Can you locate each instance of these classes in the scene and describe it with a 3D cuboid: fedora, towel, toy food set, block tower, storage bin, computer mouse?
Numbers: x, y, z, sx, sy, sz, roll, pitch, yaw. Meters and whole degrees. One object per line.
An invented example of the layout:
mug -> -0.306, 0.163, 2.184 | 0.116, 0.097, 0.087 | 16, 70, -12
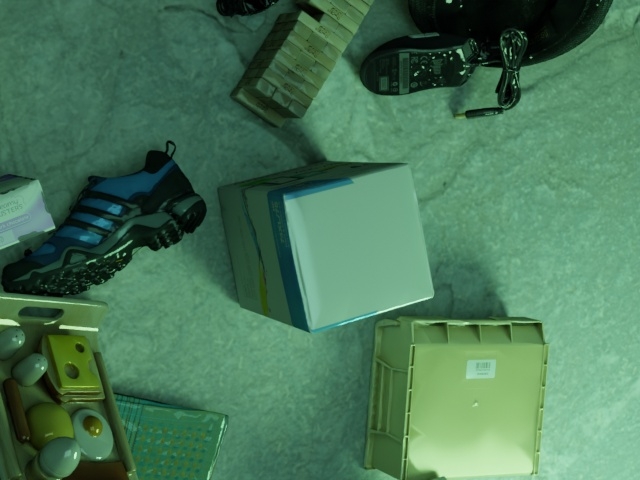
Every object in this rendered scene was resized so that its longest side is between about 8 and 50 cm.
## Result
fedora -> 0.291, -0.416, 1.873 | 0.334, 0.334, 0.153 | 23, 54, -25
towel -> -0.308, 0.405, 1.795 | 0.271, 0.040, 0.370 | 16, 91, -24
toy food set -> -0.330, 0.213, 1.627 | 0.219, 0.092, 0.306 | 8, 53, -49
block tower -> -0.001, -0.331, 1.829 | 0.091, 0.097, 0.335 | 34, 82, -23
storage bin -> 0.221, 0.250, 1.975 | 0.262, 0.123, 0.260 | 2, 94, -24
computer mouse -> 0.194, -0.261, 1.934 | 0.262, 0.060, 0.184 | -10, 140, 2

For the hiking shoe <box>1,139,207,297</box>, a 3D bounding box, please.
hiking shoe -> -0.316, -0.019, 1.728 | 0.304, 0.113, 0.132 | -26, 75, -14

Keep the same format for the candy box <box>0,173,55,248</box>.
candy box -> -0.452, -0.026, 1.595 | 0.164, 0.196, 0.070 | -22, 104, -21

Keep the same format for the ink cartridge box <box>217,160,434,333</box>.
ink cartridge box -> 0.000, 0.000, 1.766 | 0.198, 0.270, 0.197 | -15, 100, -23

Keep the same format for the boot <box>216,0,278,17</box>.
boot -> -0.089, -0.355, 1.782 | 0.121, 0.099, 0.045 | -24, 106, -21

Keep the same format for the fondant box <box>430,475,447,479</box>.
fondant box -> 0.212, 0.566, 1.880 | 0.096, 0.238, 0.330 | -18, 124, -14
